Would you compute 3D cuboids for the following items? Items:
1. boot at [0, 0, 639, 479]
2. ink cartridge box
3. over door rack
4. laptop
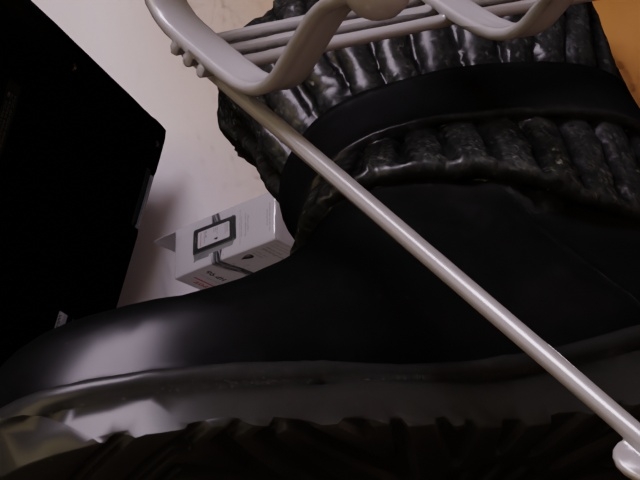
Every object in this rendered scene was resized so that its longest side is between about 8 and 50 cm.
[{"bbox_3d":[0.000,0.003,0.755,0.260,0.348,0.131,63,143,35],"label":"boot"},{"bbox_3d":[-0.037,0.007,0.965,0.083,0.048,0.028,-21,58,37],"label":"ink cartridge box"},{"bbox_3d":[0.120,-0.041,0.665,0.324,0.239,0.108,51,141,33],"label":"over door rack"},{"bbox_3d":[-0.247,0.085,0.979,0.236,0.408,0.382,11,78,17],"label":"laptop"}]
